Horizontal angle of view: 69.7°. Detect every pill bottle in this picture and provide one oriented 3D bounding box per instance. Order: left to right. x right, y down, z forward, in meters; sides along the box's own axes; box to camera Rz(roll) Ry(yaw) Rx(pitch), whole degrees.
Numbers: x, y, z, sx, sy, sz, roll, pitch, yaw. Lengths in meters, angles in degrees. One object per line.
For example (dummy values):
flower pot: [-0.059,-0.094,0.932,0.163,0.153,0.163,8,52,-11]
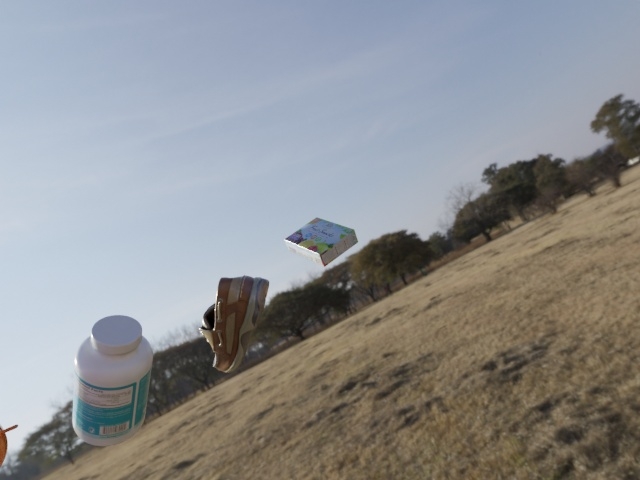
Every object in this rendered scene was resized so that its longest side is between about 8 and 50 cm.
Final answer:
pill bottle: [-0.429,0.285,0.952,0.146,0.146,0.263,-17,-48,-49]

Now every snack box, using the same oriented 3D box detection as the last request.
snack box: [0.000,0.000,1.008,0.100,0.037,0.141,-34,31,-25]

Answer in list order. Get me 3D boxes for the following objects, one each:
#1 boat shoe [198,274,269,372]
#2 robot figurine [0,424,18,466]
boat shoe: [-0.208,0.184,1.032,0.117,0.123,0.324,16,-50,-11]
robot figurine: [-0.511,0.308,0.593,0.219,0.158,0.128,-52,-33,-15]
